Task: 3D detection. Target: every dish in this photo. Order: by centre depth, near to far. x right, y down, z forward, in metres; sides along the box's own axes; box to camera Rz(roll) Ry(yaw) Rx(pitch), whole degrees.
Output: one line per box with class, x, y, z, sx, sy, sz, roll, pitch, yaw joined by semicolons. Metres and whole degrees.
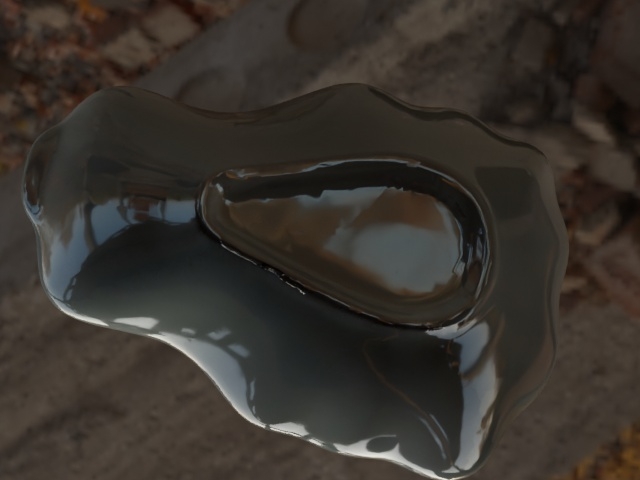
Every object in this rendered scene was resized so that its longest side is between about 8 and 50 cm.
dish;0.000;0.000;0.384;0.137;0.091;0.039;15;167;-13
